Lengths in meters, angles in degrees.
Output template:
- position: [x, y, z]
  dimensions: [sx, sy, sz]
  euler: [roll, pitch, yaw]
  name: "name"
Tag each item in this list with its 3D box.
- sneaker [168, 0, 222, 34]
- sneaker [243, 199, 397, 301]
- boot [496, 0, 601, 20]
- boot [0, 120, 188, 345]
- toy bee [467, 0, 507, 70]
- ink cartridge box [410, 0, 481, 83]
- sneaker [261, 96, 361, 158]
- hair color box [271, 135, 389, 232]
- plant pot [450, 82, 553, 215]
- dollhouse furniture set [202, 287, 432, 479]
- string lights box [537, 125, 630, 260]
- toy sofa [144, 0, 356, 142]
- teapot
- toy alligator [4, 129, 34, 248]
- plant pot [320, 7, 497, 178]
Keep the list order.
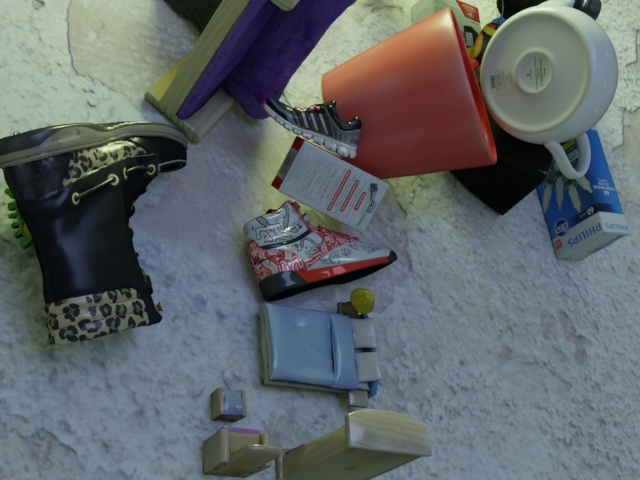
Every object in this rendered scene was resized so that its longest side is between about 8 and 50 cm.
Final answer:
- position: [-0.151, -0.375, 1.814]
  dimensions: [0.286, 0.130, 0.109]
  euler: [50, 46, -3]
  name: "sneaker"
- position: [0.000, 0.000, 1.740]
  dimensions: [0.270, 0.090, 0.145]
  euler: [-12, 76, -37]
  name: "sneaker"
- position: [0.297, -0.564, 2.134]
  dimensions: [0.445, 0.367, 0.146]
  euler: [24, 98, -19]
  name: "boot"
- position: [-0.286, -0.018, 1.505]
  dimensions: [0.377, 0.138, 0.284]
  euler: [-13, 91, -69]
  name: "boot"
- position: [0.330, -0.353, 2.020]
  dimensions: [0.298, 0.195, 0.162]
  euler: [47, 68, -30]
  name: "toy bee"
- position: [0.256, -0.395, 2.153]
  dimensions: [0.127, 0.072, 0.175]
  euler: [14, 58, -30]
  name: "ink cartridge box"
- position: [-0.008, -0.197, 1.721]
  dimensions: [0.170, 0.075, 0.063]
  euler: [25, 9, -2]
  name: "sneaker"
- position: [0.016, -0.090, 1.749]
  dimensions: [0.167, 0.053, 0.093]
  euler: [26, 96, -21]
  name: "hair color box"
- position: [0.332, -0.189, 2.017]
  dimensions: [0.167, 0.188, 0.187]
  euler: [26, 64, -6]
  name: "plant pot"
- position: [-0.005, 0.179, 1.566]
  dimensions: [0.286, 0.198, 0.303]
  euler: [13, 58, -30]
  name: "dollhouse furniture set"
- position: [0.503, -0.105, 2.129]
  dimensions: [0.076, 0.133, 0.260]
  euler: [5, 63, -34]
  name: "string lights box"
- position: [-0.108, -0.299, 1.647]
  dimensions: [0.177, 0.362, 0.150]
  euler: [40, 48, -4]
  name: "toy sofa"
- position: [0.415, -0.278, 1.872]
  dimensions: [0.187, 0.256, 0.252]
  euler: [-2, 40, -51]
  name: "teapot"
- position: [-0.412, -0.055, 1.495]
  dimensions: [0.051, 0.056, 0.190]
  euler: [-19, 87, 3]
  name: "toy alligator"
- position: [0.145, -0.225, 1.823]
  dimensions: [0.275, 0.243, 0.275]
  euler: [-16, 90, -78]
  name: "plant pot"
